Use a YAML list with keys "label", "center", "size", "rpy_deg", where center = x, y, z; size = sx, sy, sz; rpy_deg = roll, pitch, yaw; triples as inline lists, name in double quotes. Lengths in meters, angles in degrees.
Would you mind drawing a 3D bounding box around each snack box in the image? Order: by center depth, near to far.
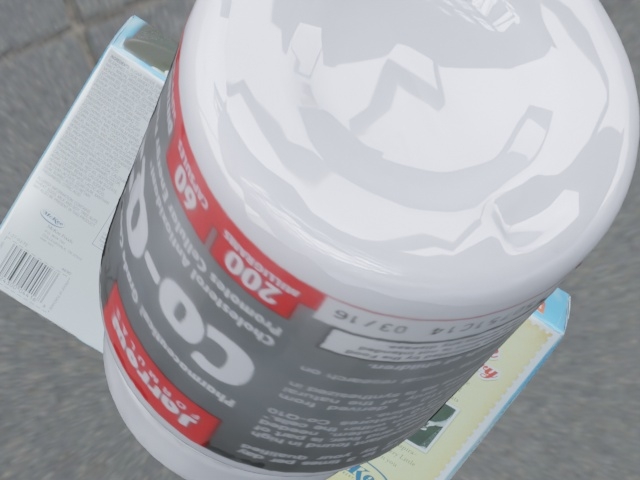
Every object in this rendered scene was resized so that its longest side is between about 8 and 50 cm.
- label: "snack box"
  center: [-0.030, 0.027, 1.220]
  size: [0.322, 0.060, 0.187]
  rpy_deg: [33, 117, -5]

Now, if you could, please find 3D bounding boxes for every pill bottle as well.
- label: "pill bottle"
  center: [0.000, 0.000, 0.778]
  size: [0.161, 0.283, 0.161]
  rpy_deg: [6, 66, -13]
